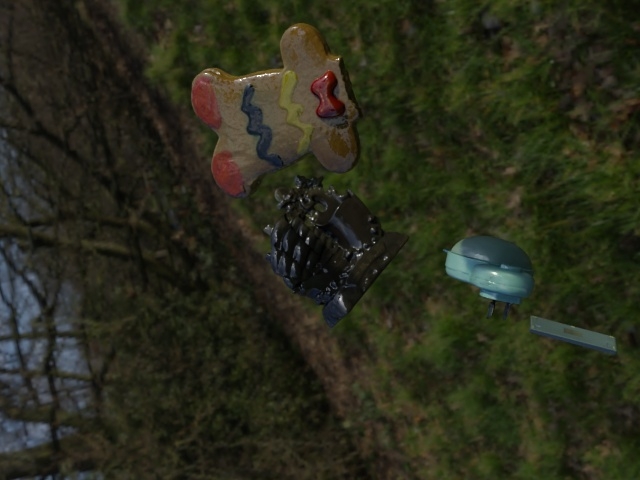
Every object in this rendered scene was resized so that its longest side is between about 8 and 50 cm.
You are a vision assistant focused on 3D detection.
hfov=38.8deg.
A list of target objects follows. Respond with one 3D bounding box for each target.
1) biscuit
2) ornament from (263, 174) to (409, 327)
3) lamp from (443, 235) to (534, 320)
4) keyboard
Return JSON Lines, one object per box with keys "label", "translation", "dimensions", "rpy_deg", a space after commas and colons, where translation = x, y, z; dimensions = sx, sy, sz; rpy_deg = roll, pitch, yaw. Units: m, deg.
{"label": "biscuit", "translation": [-0.107, -0.307, 2.173], "dimensions": [0.076, 0.394, 0.368], "rpy_deg": [-51, -53, -72]}
{"label": "ornament", "translation": [0.000, 0.000, 1.696], "dimensions": [0.260, 0.251, 0.106], "rpy_deg": [37, 152, 5]}
{"label": "lamp", "translation": [0.408, 0.071, 2.150], "dimensions": [0.284, 0.209, 0.147], "rpy_deg": [-99, 20, -64]}
{"label": "keyboard", "translation": [0.511, 0.191, 1.845], "dimensions": [0.055, 0.176, 0.014], "rpy_deg": [-64, -13, -58]}
